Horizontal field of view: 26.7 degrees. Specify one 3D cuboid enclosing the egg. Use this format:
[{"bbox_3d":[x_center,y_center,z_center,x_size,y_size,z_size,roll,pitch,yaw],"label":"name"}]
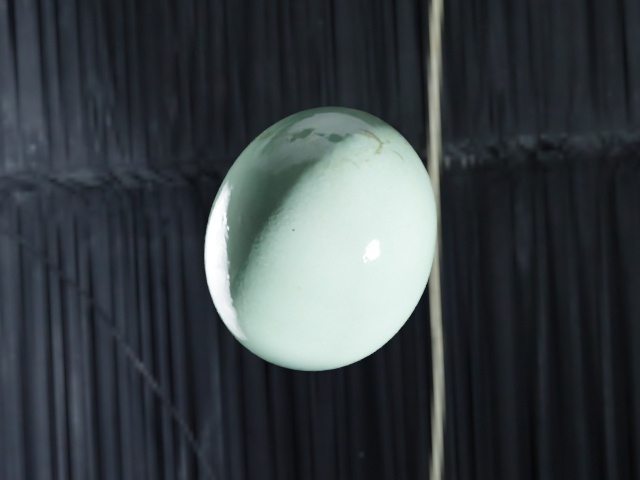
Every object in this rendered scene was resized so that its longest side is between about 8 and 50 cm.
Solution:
[{"bbox_3d":[0.000,0.000,0.990,0.168,0.168,0.231,-3,142,-16],"label":"egg"}]
